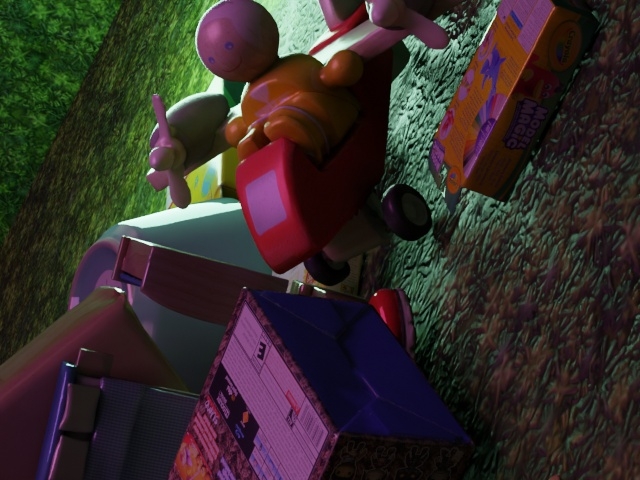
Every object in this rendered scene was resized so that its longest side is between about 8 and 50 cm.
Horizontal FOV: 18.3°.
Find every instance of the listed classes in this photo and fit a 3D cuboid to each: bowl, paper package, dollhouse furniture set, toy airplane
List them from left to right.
[{"bbox_3d":[-0.255,0.265,2.126,0.325,0.309,0.168,-38,11,-7],"label":"paper package"},{"bbox_3d":[-0.198,0.094,2.393,0.311,0.163,0.311,-15,73,58],"label":"bowl"},{"bbox_3d":[-0.110,0.173,1.963,0.198,0.286,0.303,-165,90,-76],"label":"dollhouse furniture set"},{"bbox_3d":[-0.012,-0.174,2.064,0.386,0.272,0.384,-54,28,-2],"label":"toy airplane"}]

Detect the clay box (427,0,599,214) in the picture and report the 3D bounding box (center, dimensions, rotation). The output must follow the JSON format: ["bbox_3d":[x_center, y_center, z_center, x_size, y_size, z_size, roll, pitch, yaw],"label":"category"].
[{"bbox_3d":[0.174,-0.136,1.844,0.127,0.053,0.222,-107,38,-61],"label":"clay box"}]

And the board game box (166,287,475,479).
[{"bbox_3d":[-0.019,0.228,1.771,0.232,0.141,0.291,55,129,51],"label":"board game box"}]

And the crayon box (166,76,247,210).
[{"bbox_3d":[-0.136,-0.058,2.632,0.318,0.081,0.202,-92,27,-49],"label":"crayon box"}]

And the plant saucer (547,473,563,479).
[{"bbox_3d":[0.155,0.302,1.469,0.188,0.045,0.188,-56,23,38],"label":"plant saucer"}]

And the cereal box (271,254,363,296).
[{"bbox_3d":[0.000,0.000,2.226,0.173,0.047,0.240,-40,34,57],"label":"cereal box"}]

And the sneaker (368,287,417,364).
[{"bbox_3d":[0.006,0.166,1.924,0.279,0.118,0.107,-65,20,19],"label":"sneaker"}]
